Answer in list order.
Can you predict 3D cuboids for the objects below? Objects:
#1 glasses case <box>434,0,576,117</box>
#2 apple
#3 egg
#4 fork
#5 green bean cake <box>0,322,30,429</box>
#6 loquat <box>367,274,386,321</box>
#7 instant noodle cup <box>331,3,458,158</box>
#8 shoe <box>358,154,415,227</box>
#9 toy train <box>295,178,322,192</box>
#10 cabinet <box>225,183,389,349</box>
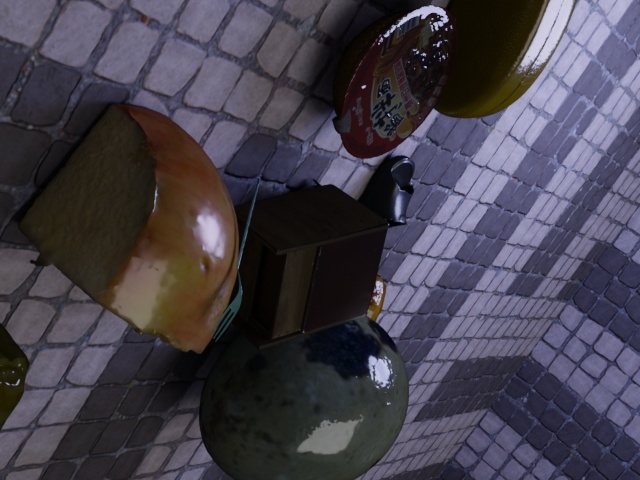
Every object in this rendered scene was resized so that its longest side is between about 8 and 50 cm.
[{"bbox_3d":[0.319,-0.372,1.543,0.141,0.173,0.371,-10,132,-46],"label":"glasses case"},{"bbox_3d":[-0.227,0.003,1.222,0.252,0.313,0.309,-13,156,22],"label":"apple"},{"bbox_3d":[-0.032,0.291,1.676,0.428,0.345,0.344,-13,135,-39],"label":"egg"},{"bbox_3d":[-0.100,0.020,1.186,0.039,0.021,0.235,80,22,-66],"label":"fork"},{"bbox_3d":[-0.504,0.205,1.124,0.236,0.124,0.233,-54,151,10],"label":"green bean cake"},{"bbox_3d":[0.081,0.117,1.872,0.137,0.113,0.137,-27,124,-49],"label":"loquat"},{"bbox_3d":[0.098,-0.267,1.444,0.274,0.091,0.274,-36,149,-26],"label":"instant noodle cup"},{"bbox_3d":[0.124,-0.046,1.752,0.241,0.093,0.108,-55,150,14],"label":"shoe"},{"bbox_3d":[0.000,0.000,1.605,0.154,0.115,0.269,-52,153,0],"label":"toy train"},{"bbox_3d":[-0.038,0.033,1.386,0.215,0.148,0.174,-15,128,-38],"label":"cabinet"}]
